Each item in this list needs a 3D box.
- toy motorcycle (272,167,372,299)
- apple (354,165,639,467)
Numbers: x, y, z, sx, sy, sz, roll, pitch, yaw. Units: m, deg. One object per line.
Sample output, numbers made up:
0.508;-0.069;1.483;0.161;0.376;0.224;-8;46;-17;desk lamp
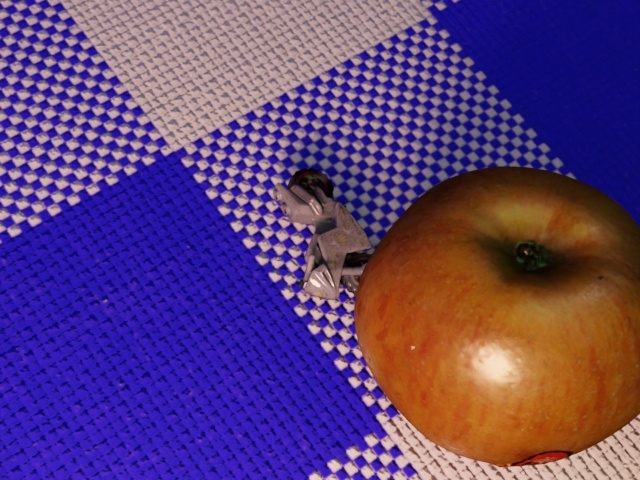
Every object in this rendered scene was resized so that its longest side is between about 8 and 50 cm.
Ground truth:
0.000;0.000;1.707;0.122;0.080;0.215;-23;69;-25;toy motorcycle
0.254;0.089;1.556;0.400;0.333;0.400;9;61;-16;apple
